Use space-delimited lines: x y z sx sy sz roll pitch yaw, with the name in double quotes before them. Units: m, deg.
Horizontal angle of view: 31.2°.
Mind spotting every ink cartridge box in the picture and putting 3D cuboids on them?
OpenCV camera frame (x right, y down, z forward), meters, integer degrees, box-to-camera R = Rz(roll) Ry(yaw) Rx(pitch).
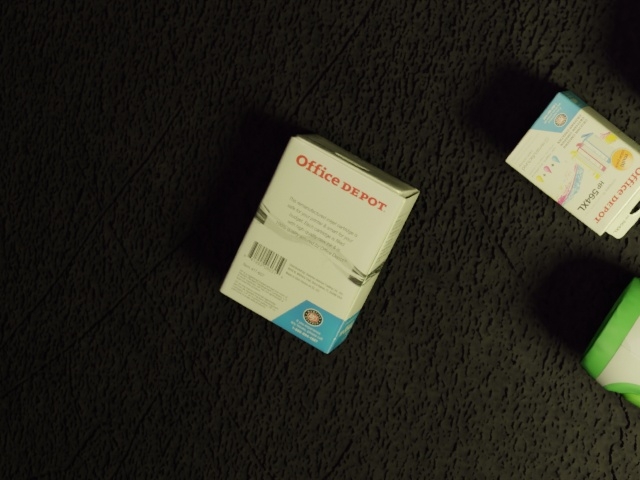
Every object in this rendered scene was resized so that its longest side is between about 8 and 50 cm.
"ink cartridge box" 0.281 -0.076 1.189 0.143 0.090 0.092 40 107 11
"ink cartridge box" 0.000 0.000 1.296 0.148 0.086 0.203 30 105 12

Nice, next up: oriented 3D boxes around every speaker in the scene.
"speaker" 0.417 0.160 1.154 0.296 0.131 0.131 32 106 12
